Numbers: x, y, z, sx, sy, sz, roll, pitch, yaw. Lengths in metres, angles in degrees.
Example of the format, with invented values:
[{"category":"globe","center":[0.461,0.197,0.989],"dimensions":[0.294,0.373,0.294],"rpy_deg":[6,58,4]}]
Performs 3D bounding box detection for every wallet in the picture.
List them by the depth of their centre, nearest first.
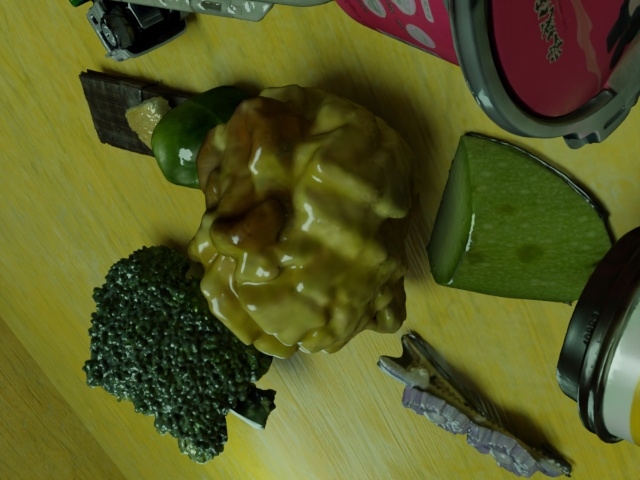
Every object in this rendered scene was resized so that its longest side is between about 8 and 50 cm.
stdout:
[{"category":"wallet","center":[-0.252,-0.176,0.902],"dimensions":[0.230,0.042,0.124],"rpy_deg":[20,133,28]}]

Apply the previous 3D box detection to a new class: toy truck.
[{"category":"toy truck","center":[-0.261,-0.336,0.711],"dimensions":[0.124,0.114,0.253],"rpy_deg":[9,131,57]}]

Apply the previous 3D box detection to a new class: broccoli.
[{"category":"broccoli","center":[-0.231,0.190,1.051],"dimensions":[0.338,0.277,0.317],"rpy_deg":[11,151,50]}]

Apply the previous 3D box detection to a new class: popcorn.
[{"category":"popcorn","center":[0.000,0.000,0.650],"dimensions":[0.225,0.265,0.332],"rpy_deg":[6,146,36]}]

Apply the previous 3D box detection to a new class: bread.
[{"category":"bread","center":[-0.218,-0.153,0.839],"dimensions":[0.070,0.035,0.083],"rpy_deg":[-12,122,40]}]

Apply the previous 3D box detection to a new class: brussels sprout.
[{"category":"brussels sprout","center":[-0.136,-0.121,0.760],"dimensions":[0.117,0.155,0.155],"rpy_deg":[51,143,-9]}]

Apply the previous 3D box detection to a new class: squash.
[{"category":"squash","center":[0.183,0.012,0.615],"dimensions":[0.184,0.085,0.192],"rpy_deg":[30,142,22]}]

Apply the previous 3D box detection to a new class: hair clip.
[{"category":"hair clip","center":[0.201,0.235,0.825],"dimensions":[0.292,0.084,0.106],"rpy_deg":[36,160,7]}]

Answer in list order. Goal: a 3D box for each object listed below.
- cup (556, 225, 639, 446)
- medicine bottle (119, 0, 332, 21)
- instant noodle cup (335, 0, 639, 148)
[{"category":"cup","center":[0.326,0.103,0.431],"dimensions":[0.280,0.196,0.196],"rpy_deg":[27,142,46]},{"category":"medicine bottle","center":[-0.118,-0.338,0.504],"dimensions":[0.375,0.123,0.282],"rpy_deg":[17,126,22]},{"category":"instant noodle cup","center":[0.103,-0.210,0.375],"dimensions":[0.181,0.258,0.302],"rpy_deg":[33,144,40]}]
